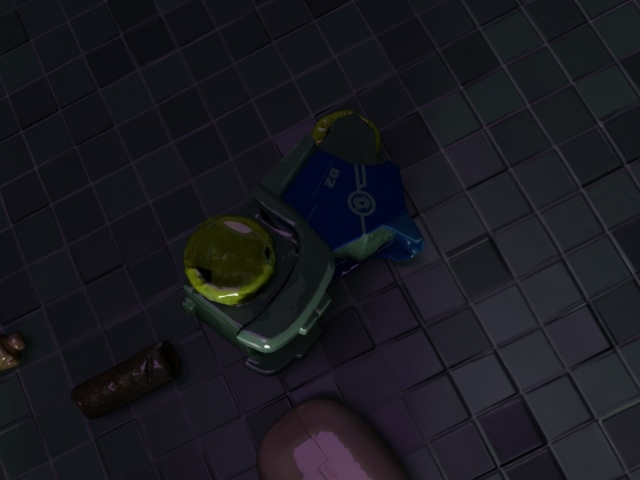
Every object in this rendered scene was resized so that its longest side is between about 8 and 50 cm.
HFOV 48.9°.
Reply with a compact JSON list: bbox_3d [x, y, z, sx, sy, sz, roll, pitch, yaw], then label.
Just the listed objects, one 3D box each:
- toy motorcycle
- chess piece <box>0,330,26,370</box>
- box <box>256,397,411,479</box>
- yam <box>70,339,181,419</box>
[{"bbox_3d":[0.000,0.000,0.826,0.200,0.191,0.326,38,72,10],"label":"toy motorcycle"},{"bbox_3d":[-0.454,0.178,0.910,0.172,0.060,0.060,-39,76,-3],"label":"chess piece"},{"bbox_3d":[0.019,0.278,0.799,0.146,0.088,0.200,-41,77,-2],"label":"box"},{"bbox_3d":[-0.241,0.175,0.879,0.132,0.054,0.054,-28,76,2],"label":"yam"}]
